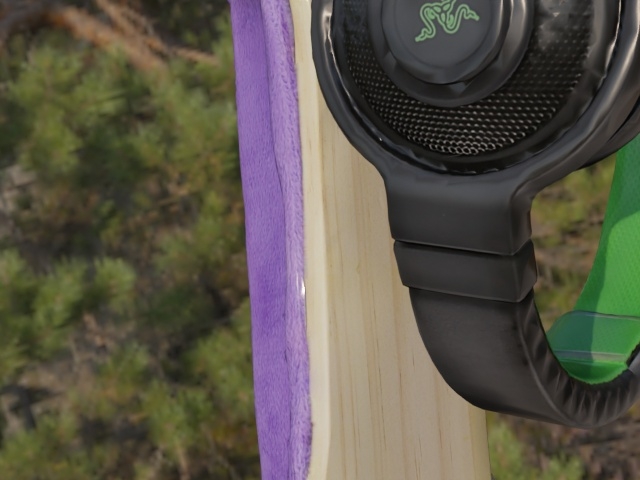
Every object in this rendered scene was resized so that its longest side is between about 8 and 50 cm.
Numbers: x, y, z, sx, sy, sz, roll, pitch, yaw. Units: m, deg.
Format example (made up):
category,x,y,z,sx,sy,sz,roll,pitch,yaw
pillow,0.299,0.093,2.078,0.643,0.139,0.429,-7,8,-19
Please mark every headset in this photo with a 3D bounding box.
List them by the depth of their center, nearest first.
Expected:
category,x,y,z,sx,sy,sz,roll,pitch,yaw
headset,0.075,-0.115,0.588,0.185,0.394,0.243,8,31,30

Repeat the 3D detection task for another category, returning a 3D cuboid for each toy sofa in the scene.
category,x,y,z,sx,sy,sz,roll,pitch,yaw
toy sofa,0.000,0.000,0.763,0.150,0.363,0.177,-11,-10,44
